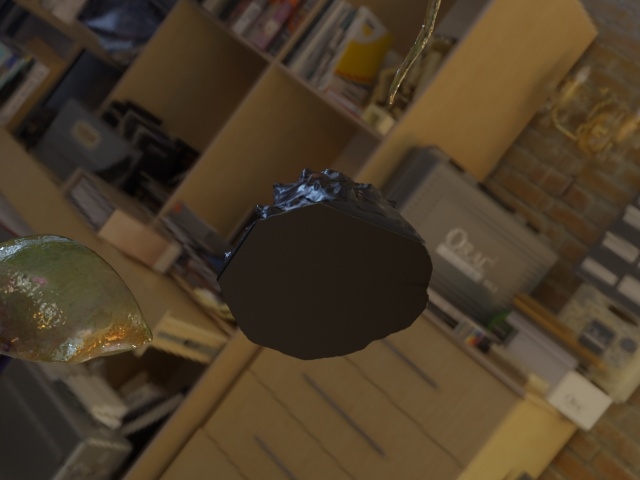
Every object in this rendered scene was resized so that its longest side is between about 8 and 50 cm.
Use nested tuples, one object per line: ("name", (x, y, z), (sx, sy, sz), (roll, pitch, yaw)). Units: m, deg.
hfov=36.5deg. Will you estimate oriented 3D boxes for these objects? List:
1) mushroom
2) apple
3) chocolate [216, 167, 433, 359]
("mushroom", (0.125, -0.264, 1.003), (0.028, 0.286, 0.026), (39, 32, 18))
("apple", (-0.369, 0.071, 1.254), (0.265, 0.120, 0.193), (23, 27, 28))
("chocolate", (0.000, 0.000, 1.070), (0.224, 0.206, 0.177), (21, 35, -22))
